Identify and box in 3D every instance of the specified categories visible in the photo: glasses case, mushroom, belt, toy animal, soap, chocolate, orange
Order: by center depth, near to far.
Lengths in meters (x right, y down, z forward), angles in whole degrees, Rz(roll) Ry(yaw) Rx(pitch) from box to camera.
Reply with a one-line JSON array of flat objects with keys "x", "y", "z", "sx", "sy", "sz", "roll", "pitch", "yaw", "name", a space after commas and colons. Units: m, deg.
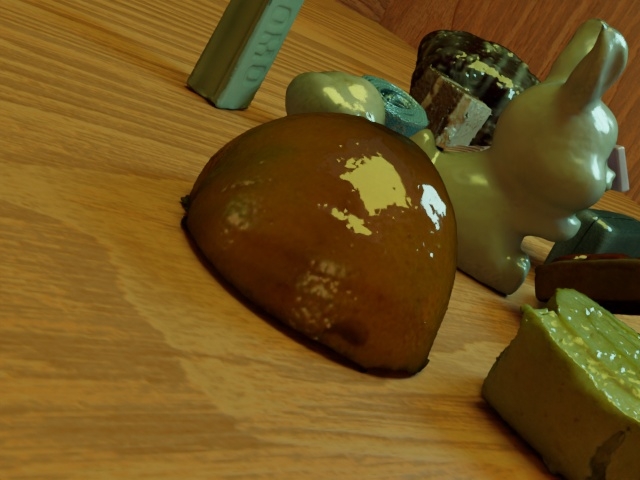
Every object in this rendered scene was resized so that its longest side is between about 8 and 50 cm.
[{"x": 0.004, "y": 0.000, "z": 1.034, "sx": 0.274, "sy": 0.274, "sz": 0.310, "roll": 29, "pitch": 46, "yaw": -10, "name": "orange"}, {"x": 0.267, "y": -0.124, "z": 1.442, "sx": 0.241, "sy": 0.367, "sz": 0.196, "roll": 41, "pitch": 16, "yaw": -11, "name": "toy animal"}, {"x": -0.095, "y": -0.278, "z": 1.502, "sx": 0.063, "sy": 0.198, "sz": 0.114, "roll": 35, "pitch": 17, "yaw": 14, "name": "soap"}, {"x": 0.017, "y": -0.178, "z": 1.580, "sx": 0.154, "sy": 0.122, "sz": 0.154, "roll": 14, "pitch": 59, "yaw": -24, "name": "mushroom"}, {"x": 0.443, "y": 0.020, "z": 1.739, "sx": 0.074, "sy": 0.131, "sz": 0.323, "roll": 35, "pitch": 15, "yaw": 24, "name": "glasses case"}, {"x": 0.113, "y": -0.230, "z": 1.981, "sx": 0.163, "sy": 0.082, "sz": 0.147, "roll": 28, "pitch": 25, "yaw": -25, "name": "belt"}, {"x": 0.349, "y": -0.330, "z": 2.519, "sx": 0.340, "sy": 0.225, "sz": 0.210, "roll": 32, "pitch": 28, "yaw": 1, "name": "chocolate"}]

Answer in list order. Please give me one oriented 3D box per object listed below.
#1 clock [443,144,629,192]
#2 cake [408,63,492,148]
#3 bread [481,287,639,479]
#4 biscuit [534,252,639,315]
[{"x": 0.293, "y": -0.097, "z": 1.755, "sx": 0.275, "sy": 0.080, "sz": 0.290, "roll": -22, "pitch": 21, "yaw": -33, "name": "clock"}, {"x": 0.255, "y": -0.262, "z": 2.252, "sx": 0.147, "sy": 0.135, "sz": 0.134, "roll": 38, "pitch": 14, "yaw": 23, "name": "cake"}, {"x": 0.261, "y": 0.157, "z": 0.988, "sx": 0.186, "sy": 0.124, "sz": 0.257, "roll": 9, "pitch": 27, "yaw": -41, "name": "bread"}, {"x": 0.443, "y": 0.063, "z": 1.382, "sx": 0.359, "sy": 0.074, "sz": 0.381, "roll": 12, "pitch": -6, "yaw": -38, "name": "biscuit"}]
